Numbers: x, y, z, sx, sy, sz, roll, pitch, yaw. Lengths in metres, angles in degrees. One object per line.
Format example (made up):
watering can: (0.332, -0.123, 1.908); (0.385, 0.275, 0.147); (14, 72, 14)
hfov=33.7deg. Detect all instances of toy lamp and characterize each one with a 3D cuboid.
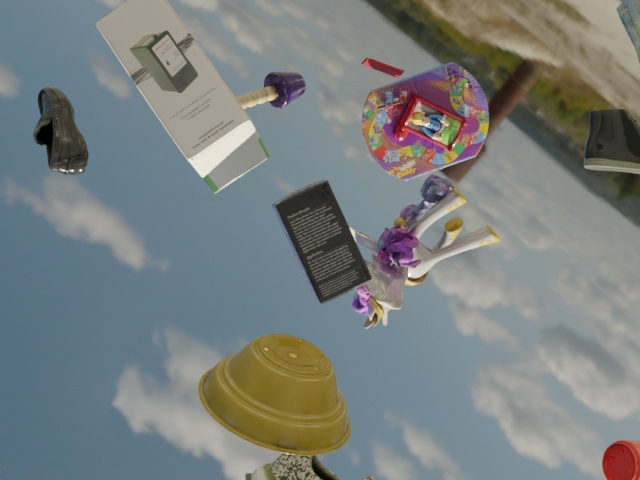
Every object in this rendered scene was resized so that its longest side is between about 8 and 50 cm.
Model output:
toy lamp: (-0.146, -0.282, 2.111); (0.274, 0.080, 0.080); (-23, -124, -37)

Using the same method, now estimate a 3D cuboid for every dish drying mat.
dish drying mat: (0.126, -0.350, 2.134); (0.083, 0.008, 0.032); (18, 163, -19)

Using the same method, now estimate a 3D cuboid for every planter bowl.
planter bowl: (-0.048, 0.186, 1.411); (0.217, 0.090, 0.217); (16, -160, -6)

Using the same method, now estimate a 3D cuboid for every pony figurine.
pony figurine: (0.168, 0.022, 2.274); (0.351, 0.363, 0.303); (41, -168, -48)

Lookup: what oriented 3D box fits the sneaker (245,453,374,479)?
sneaker: (0.056, 0.521, 1.929); (0.410, 0.182, 0.158); (43, -173, 3)

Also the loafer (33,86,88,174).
loafer: (-0.489, -0.205, 1.936); (0.078, 0.076, 0.223); (-3, -134, -31)

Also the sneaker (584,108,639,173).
sneaker: (0.616, -0.189, 2.015); (0.222, 0.118, 0.083); (4, 179, -9)

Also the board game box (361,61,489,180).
board game box: (0.140, -0.149, 1.372); (0.033, 0.168, 0.133); (-98, -11, -70)

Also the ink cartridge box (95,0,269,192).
ink cartridge box: (-0.210, -0.232, 1.645); (0.273, 0.114, 0.198); (55, 178, 14)

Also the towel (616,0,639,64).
towel: (0.730, -0.372, 1.848); (0.090, 0.374, 0.321); (6, -116, -48)

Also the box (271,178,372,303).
box: (0.000, 0.000, 1.963); (0.153, 0.108, 0.207); (-178, 62, -86)

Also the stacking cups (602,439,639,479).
stacking cups: (0.516, 0.315, 1.433); (0.316, 0.096, 0.096); (7, -151, -34)
